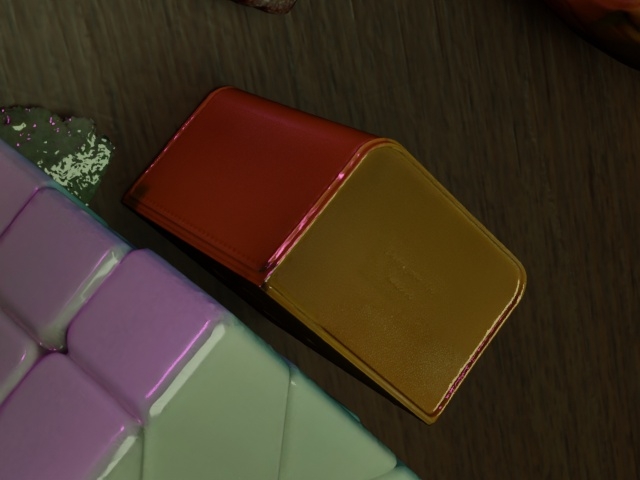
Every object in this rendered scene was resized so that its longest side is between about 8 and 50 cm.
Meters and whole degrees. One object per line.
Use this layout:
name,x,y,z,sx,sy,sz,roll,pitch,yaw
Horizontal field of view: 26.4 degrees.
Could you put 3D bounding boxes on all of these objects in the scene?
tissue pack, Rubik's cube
tissue pack,0.000,0.000,1.065,0.145,0.274,0.194,-51,121,-7
Rubik's cube,-0.167,0.172,0.965,0.318,0.316,0.322,-51,136,-6

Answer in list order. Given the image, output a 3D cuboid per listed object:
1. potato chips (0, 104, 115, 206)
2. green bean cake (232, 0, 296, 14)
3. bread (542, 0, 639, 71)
potato chips,-0.257,0.007,1.059,0.167,0.059,0.228,5,102,-36
green bean cake,-0.062,-0.256,1.073,0.135,0.056,0.135,13,100,-47
bread,0.321,-0.249,1.176,0.250,0.279,0.224,16,110,-30
